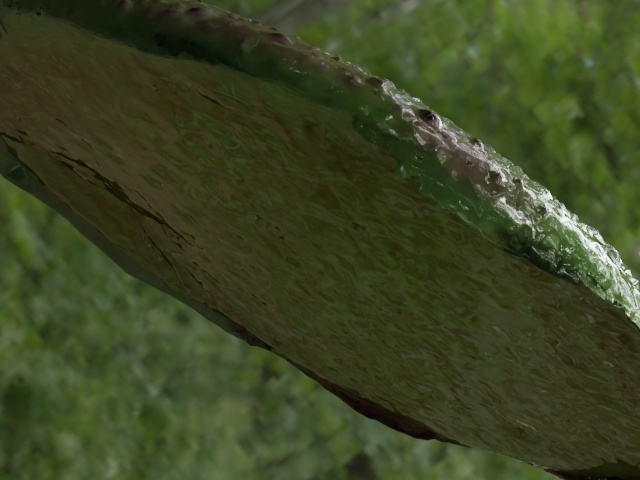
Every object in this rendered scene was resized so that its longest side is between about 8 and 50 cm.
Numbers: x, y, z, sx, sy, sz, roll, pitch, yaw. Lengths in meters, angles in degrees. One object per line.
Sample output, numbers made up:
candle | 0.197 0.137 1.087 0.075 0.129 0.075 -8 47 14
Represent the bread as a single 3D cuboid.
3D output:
bread | 0.003 0.000 0.599 0.301 0.045 0.301 28 -16 8
